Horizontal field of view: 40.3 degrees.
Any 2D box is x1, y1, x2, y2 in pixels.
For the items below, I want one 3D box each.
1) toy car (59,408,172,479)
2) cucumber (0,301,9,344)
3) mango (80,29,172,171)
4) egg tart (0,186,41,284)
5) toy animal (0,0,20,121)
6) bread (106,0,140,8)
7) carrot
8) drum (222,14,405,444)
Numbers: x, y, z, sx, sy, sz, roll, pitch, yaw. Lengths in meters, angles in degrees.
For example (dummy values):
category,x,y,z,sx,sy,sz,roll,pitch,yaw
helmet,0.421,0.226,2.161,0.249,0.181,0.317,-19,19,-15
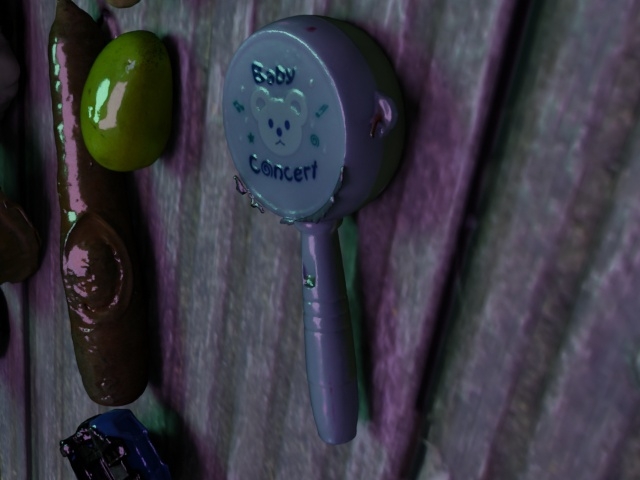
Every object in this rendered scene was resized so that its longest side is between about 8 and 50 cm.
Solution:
category,x,y,z,sx,sy,sz,roll,pitch,yaw
toy car,-0.182,0.208,0.789,0.103,0.063,0.216,59,153,5
cucumber,-0.489,0.095,0.970,0.134,0.244,0.134,17,111,50
mango,-0.140,-0.102,0.637,0.073,0.056,0.108,42,119,27
egg tart,-0.392,-0.017,0.844,0.232,0.098,0.252,20,143,0
toy animal,-0.392,-0.198,0.814,0.204,0.156,0.208,-27,87,54
bread,-0.188,-0.291,0.583,0.266,0.142,0.178,56,151,32
carrot,-0.184,-0.026,0.707,0.070,0.070,0.342,11,110,47
drum,-0.014,-0.008,0.527,0.130,0.049,0.253,30,124,39
